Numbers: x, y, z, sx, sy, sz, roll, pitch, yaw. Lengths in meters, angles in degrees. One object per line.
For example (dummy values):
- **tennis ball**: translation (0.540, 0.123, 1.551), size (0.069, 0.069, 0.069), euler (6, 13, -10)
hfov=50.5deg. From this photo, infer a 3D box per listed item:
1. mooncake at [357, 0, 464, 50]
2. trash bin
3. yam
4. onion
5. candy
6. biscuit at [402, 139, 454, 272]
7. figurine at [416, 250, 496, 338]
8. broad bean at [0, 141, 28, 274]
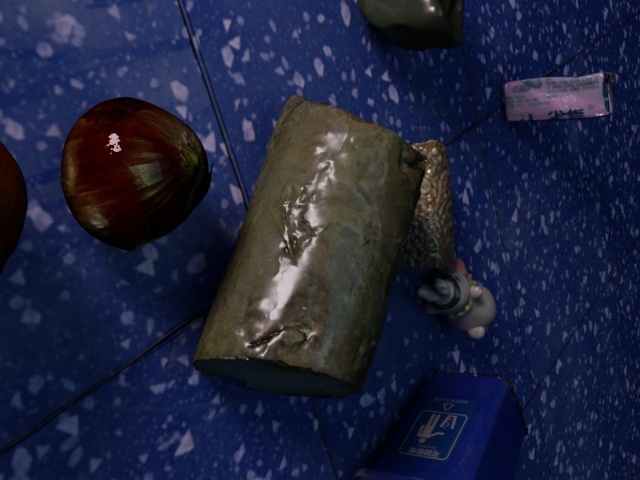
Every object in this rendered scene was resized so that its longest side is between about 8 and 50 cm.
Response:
- **mooncake**: translation (0.131, -0.308, 0.790), size (0.104, 0.175, 0.168), euler (21, 33, -44)
- **trash bin**: translation (0.165, 0.293, 0.848), size (0.234, 0.163, 0.184), euler (-51, 127, -43)
- **yam**: translation (0.000, 0.000, 0.650), size (0.168, 0.168, 0.304), euler (35, 66, -43)
- **onion**: translation (-0.146, -0.055, 0.522), size (0.118, 0.119, 0.117), euler (58, 17, -32)
- **candy**: translation (0.386, -0.228, 1.092), size (0.092, 0.160, 0.073), euler (-22, 110, -54)
- **biscuit**: translation (0.130, -0.043, 0.867), size (0.082, 0.070, 0.168), euler (8, 82, -58)
- **figurine**: translation (0.172, 0.067, 0.928), size (0.146, 0.081, 0.098), euler (38, 19, -37)
- **broad bean**: translation (-0.270, -0.001, 0.360), size (0.228, 0.122, 0.156), euler (-22, 89, -50)
